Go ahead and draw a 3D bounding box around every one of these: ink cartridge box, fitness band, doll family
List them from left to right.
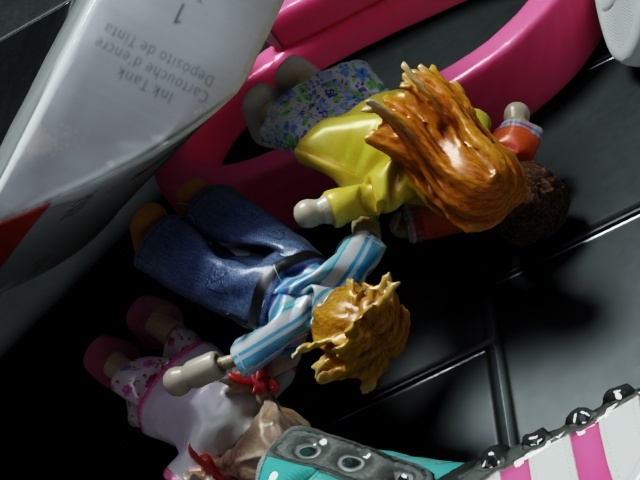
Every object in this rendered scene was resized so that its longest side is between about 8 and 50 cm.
[{"bbox_3d":[-0.131,-0.014,0.949,0.385,0.091,0.308,-68,12,-16],"label":"ink cartridge box"},{"bbox_3d":[0.000,0.000,0.830,0.263,0.118,0.163,-45,44,-16],"label":"doll family"},{"bbox_3d":[0.031,-0.101,1.054,0.291,0.054,0.209,-25,29,21],"label":"fitness band"}]

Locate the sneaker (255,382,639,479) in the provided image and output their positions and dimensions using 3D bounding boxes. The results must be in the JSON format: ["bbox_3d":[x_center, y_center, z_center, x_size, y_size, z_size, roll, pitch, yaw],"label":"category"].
[{"bbox_3d":[0.075,0.092,0.632,0.178,0.124,0.295,18,58,46],"label":"sneaker"}]

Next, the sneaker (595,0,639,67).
[{"bbox_3d":[0.211,-0.185,0.964,0.079,0.121,0.217,122,154,-64],"label":"sneaker"}]
